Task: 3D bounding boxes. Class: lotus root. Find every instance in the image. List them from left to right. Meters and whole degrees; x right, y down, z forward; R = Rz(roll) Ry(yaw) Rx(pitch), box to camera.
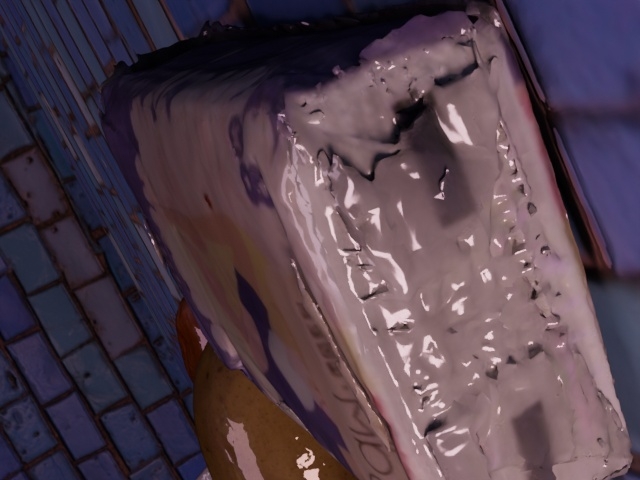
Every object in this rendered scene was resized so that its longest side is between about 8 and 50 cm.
[{"bbox_3d":[-0.031,0.140,0.807,0.309,0.183,0.183,67,164,-2],"label":"lotus root"}]

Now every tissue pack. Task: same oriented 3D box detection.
[{"bbox_3d":[0.000,0.000,0.519,0.344,0.125,0.242,21,137,63],"label":"tissue pack"}]

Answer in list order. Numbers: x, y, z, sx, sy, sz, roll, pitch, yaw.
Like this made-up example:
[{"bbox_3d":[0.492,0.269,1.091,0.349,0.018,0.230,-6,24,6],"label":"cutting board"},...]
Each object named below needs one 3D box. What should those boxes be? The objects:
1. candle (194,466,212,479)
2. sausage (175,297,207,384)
[{"bbox_3d":[-0.058,0.302,1.122,0.330,0.187,0.187,53,163,25],"label":"candle"},{"bbox_3d":[-0.089,0.112,0.992,0.133,0.133,0.258,53,164,25],"label":"sausage"}]
